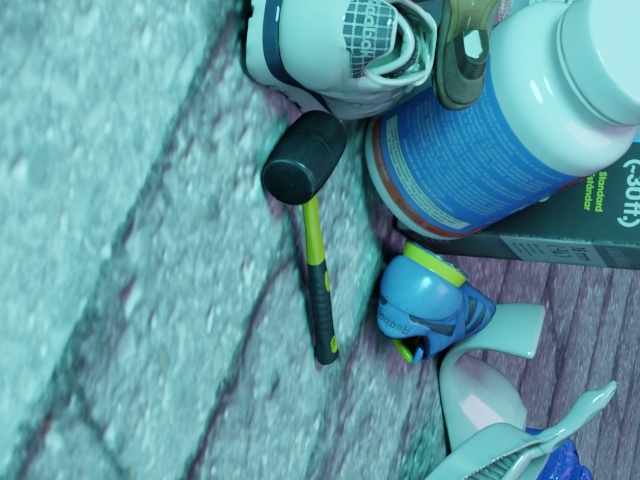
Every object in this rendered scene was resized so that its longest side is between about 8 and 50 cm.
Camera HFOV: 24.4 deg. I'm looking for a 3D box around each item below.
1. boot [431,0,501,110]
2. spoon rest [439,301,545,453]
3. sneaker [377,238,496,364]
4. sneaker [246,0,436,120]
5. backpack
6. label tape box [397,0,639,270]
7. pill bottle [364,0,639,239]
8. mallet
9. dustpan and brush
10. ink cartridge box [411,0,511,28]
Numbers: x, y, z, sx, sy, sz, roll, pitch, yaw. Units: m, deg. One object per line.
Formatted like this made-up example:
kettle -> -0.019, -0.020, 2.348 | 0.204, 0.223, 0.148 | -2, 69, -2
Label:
boot -> 0.091, -0.143, 0.950 | 0.087, 0.042, 0.118 | 128, -30, -77
spoon rest -> 0.151, 0.148, 1.366 | 0.276, 0.084, 0.137 | 90, 18, -52
sneaker -> 0.085, 0.058, 1.179 | 0.082, 0.069, 0.209 | -61, 161, -1
sneaker -> 0.033, -0.119, 0.945 | 0.235, 0.095, 0.090 | -8, 100, -71
backpack -> 0.242, 0.265, 1.577 | 0.098, 0.101, 0.120 | 76, 23, -55
label tape box -> 0.246, -0.102, 1.170 | 0.106, 0.334, 0.240 | 36, 61, -67
pill bottle -> 0.141, -0.090, 1.026 | 0.124, 0.221, 0.124 | 14, 64, -32
mallet -> 0.000, 0.000, 0.970 | 0.189, 0.039, 0.062 | 80, 28, -44
dustpan and brush -> 0.170, 0.189, 1.279 | 0.211, 0.060, 0.147 | -49, 151, -7
ink cartridge box -> 0.075, -0.238, 1.033 | 0.218, 0.092, 0.158 | 39, 58, -64
